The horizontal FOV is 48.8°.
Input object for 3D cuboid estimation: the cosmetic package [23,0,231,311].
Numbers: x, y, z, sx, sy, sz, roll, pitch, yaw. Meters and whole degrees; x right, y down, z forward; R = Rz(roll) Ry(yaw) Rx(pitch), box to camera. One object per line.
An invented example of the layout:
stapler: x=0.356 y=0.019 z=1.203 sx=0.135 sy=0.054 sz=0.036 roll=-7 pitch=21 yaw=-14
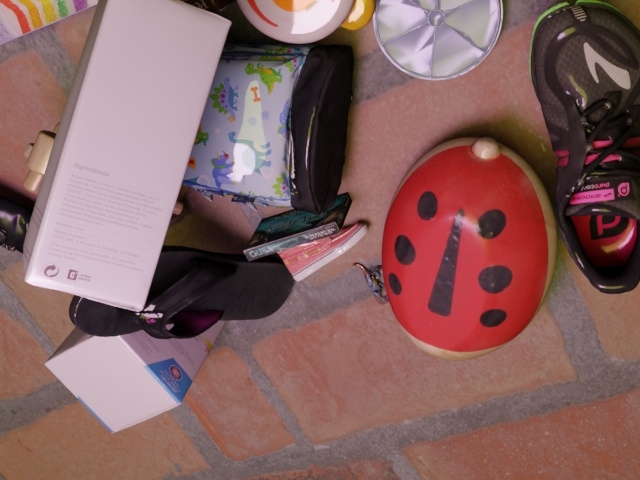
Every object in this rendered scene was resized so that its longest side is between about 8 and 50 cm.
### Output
cosmetic package: x=-0.267 y=-0.129 z=0.942 sx=0.156 sy=0.217 sz=0.384 roll=18 pitch=95 yaw=-25

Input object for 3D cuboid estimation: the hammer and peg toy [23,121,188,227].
hammer and peg toy: x=-0.361 y=-0.086 z=1.202 sx=0.266 sy=0.361 sz=0.127 roll=31 pitch=96 yaw=-7

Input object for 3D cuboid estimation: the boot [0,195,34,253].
boot: x=-0.592 y=-0.047 z=1.390 sx=0.207 sy=0.094 sz=0.246 roll=25 pitch=138 yaw=-19

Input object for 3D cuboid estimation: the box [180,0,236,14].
box: x=-0.245 y=-0.424 z=1.087 sx=0.169 sy=0.167 sz=0.203 roll=-22 pitch=112 yaw=22

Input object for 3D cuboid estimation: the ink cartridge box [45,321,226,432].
ink cartridge box: x=-0.353 y=0.197 z=1.406 sx=0.197 sy=0.270 sz=0.198 roll=-27 pitch=110 yaw=27

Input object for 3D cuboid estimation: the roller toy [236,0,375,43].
roller toy: x=-0.030 y=-0.399 z=1.064 sx=0.191 sy=0.146 sz=0.209 roll=-17 pitch=114 yaw=22

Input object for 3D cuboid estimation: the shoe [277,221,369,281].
shoe: x=0.000 y=0.000 z=1.332 sx=0.178 sy=0.063 sz=0.081 roll=-34 pitch=96 yaw=19

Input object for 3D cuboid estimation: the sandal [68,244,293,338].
sandal: x=-0.211 y=0.097 z=1.248 sx=0.107 sy=0.446 sz=0.167 roll=38 pitch=120 yaw=40

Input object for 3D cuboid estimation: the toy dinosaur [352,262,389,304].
toy dinosaur: x=0.110 y=0.087 z=1.384 sx=0.090 sy=0.047 sz=0.082 roll=30 pitch=138 yaw=35

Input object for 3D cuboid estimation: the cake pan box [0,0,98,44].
cake pan box: x=-0.500 y=-0.477 z=1.137 sx=0.246 sy=0.070 sz=0.266 roll=-16 pitch=127 yaw=13

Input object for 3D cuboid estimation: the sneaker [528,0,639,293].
sneaker: x=0.437 y=-0.129 z=1.076 sx=0.186 sy=0.202 sz=0.482 roll=-13 pitch=115 yaw=19

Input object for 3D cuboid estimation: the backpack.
backpack: x=-0.154 y=-0.199 z=1.163 sx=0.356 sy=0.273 sz=0.289 roll=17 pitch=111 yaw=21

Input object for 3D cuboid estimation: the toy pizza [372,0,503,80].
toy pizza: x=0.183 y=-0.352 z=1.109 sx=0.202 sy=0.032 sz=0.201 roll=6 pitch=121 yaw=11

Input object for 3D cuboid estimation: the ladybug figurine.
ladybug figurine: x=0.236 y=0.037 z=1.208 sx=0.305 sy=0.162 sz=0.449 roll=16 pitch=127 yaw=23

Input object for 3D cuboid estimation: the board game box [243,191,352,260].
board game box: x=-0.040 y=-0.027 z=1.290 sx=0.186 sy=0.126 sz=0.026 roll=-17 pitch=114 yaw=21
